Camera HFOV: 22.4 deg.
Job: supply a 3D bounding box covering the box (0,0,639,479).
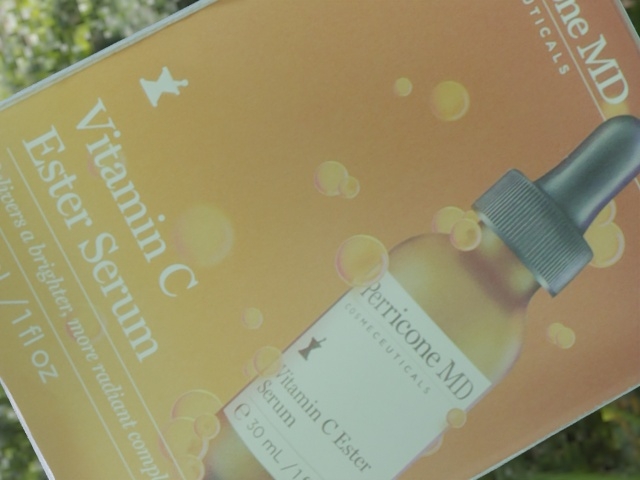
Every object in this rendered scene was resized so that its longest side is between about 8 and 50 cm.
[{"bbox_3d":[0.000,0.000,0.411,0.130,0.170,0.091,61,174,-3],"label":"box"}]
